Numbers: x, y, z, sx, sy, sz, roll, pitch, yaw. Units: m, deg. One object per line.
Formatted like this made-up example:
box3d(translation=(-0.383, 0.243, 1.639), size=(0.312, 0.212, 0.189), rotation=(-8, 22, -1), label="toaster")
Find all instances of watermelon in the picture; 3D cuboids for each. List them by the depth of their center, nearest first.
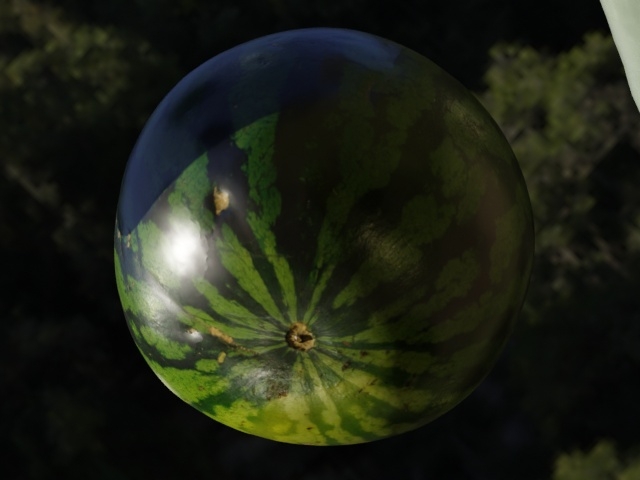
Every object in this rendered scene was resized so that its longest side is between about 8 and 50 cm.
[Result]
box3d(translation=(0.000, 0.000, 1.327), size=(0.285, 0.285, 0.285), rotation=(-43, -15, -14), label="watermelon")

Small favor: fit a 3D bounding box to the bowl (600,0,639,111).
box3d(translation=(0.159, -0.022, 0.281), size=(0.146, 0.289, 0.289), rotation=(-26, -17, -6), label="bowl")
